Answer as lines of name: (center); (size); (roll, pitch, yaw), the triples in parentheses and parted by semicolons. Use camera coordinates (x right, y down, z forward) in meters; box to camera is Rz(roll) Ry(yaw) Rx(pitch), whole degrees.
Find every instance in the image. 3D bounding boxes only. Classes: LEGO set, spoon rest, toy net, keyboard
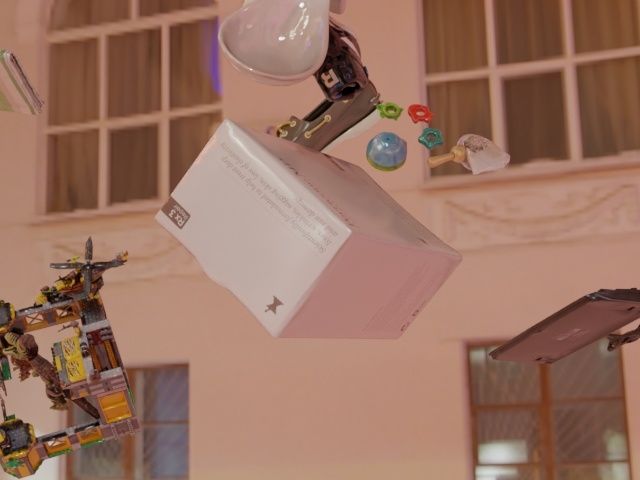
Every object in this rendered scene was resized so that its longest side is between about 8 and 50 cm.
LEGO set: (-0.391, 0.155, 1.632); (0.255, 0.331, 0.192); (-8, -38, -4)
spoon rest: (-0.035, -0.286, 1.481); (0.137, 0.276, 0.084); (25, -50, 7)
toy net: (0.195, -0.157, 1.869); (0.232, 0.122, 0.045); (12, -34, 7)
keyboard: (0.411, 0.134, 1.739); (0.201, 0.033, 0.317); (7, -23, -19)

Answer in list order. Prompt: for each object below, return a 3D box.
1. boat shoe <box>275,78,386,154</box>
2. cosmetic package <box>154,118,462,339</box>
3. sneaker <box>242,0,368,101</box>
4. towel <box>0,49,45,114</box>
boat shoe: (-0.024, -0.179, 1.962); (0.305, 0.091, 0.109); (-36, 13, -14)
cosmetic package: (0.000, 0.000, 1.395); (0.156, 0.217, 0.385); (-52, -21, 11)
sneaker: (-0.007, -0.259, 1.548); (0.079, 0.121, 0.217); (-37, -34, 29)
towel: (-0.452, -0.220, 1.525); (0.152, 0.023, 0.113); (10, -36, 24)
